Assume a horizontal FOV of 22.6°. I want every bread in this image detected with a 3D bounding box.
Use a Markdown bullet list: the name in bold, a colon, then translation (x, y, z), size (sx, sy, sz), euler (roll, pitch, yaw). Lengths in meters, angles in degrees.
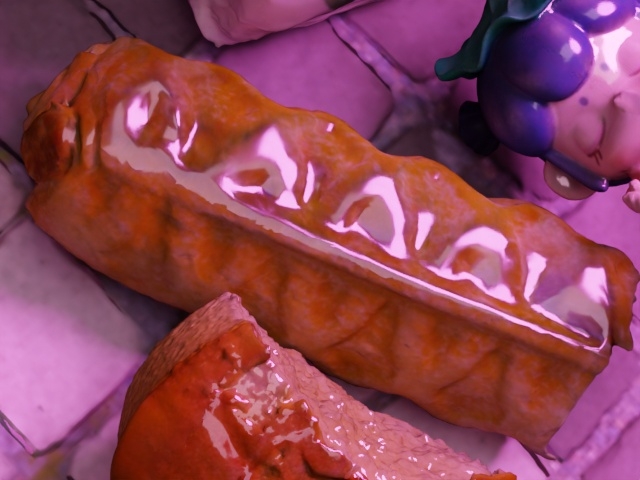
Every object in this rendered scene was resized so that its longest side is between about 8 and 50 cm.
- **bread**: translation (-0.014, 0.104, 0.629), size (0.156, 0.086, 0.125), euler (31, 101, -18)
- **bread**: translation (0.000, -0.001, 0.678), size (0.269, 0.098, 0.087), euler (24, 28, -9)

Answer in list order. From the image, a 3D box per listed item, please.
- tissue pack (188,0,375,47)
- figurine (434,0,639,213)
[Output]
- **tissue pack**: translation (0.068, -0.267, 0.715), size (0.356, 0.194, 0.266), euler (-23, 80, -21)
- **figurine**: translation (0.132, -0.046, 0.678), size (0.111, 0.102, 0.195), euler (-49, 65, 12)
